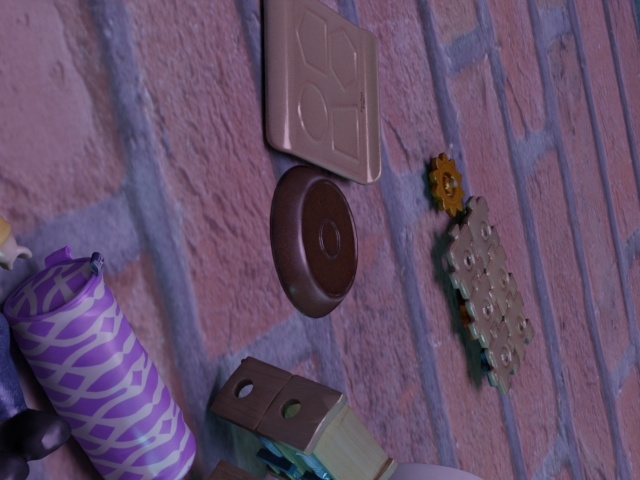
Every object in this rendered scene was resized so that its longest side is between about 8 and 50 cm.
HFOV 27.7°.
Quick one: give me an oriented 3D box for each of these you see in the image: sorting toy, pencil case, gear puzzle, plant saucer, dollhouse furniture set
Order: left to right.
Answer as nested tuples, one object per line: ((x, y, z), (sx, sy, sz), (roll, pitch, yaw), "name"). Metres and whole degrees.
((-0.170, 0.106, 1.015), (0.088, 0.086, 0.206), (-104, 173, -62), "pencil case")
((-0.050, 0.227, 1.194), (0.183, 0.129, 0.129), (-54, 135, -20), "dollhouse furniture set")
((0.000, -0.171, 1.452), (0.208, 0.038, 0.193), (16, 70, -55), "sorting toy")
((0.000, 0.000, 1.412), (0.168, 0.029, 0.168), (21, 66, -59), "plant saucer")
((0.204, 0.039, 1.779), (0.175, 0.044, 0.339), (-53, 126, -51), "gear puzzle")

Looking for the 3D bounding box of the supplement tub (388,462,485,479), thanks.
((0.092, 0.382, 1.305), (0.191, 0.191, 0.272), (47, 40, -48), "supplement tub")

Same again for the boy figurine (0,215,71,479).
((-0.258, 0.025, 0.857), (0.177, 0.092, 0.285), (-41, 121, -52), "boy figurine")
